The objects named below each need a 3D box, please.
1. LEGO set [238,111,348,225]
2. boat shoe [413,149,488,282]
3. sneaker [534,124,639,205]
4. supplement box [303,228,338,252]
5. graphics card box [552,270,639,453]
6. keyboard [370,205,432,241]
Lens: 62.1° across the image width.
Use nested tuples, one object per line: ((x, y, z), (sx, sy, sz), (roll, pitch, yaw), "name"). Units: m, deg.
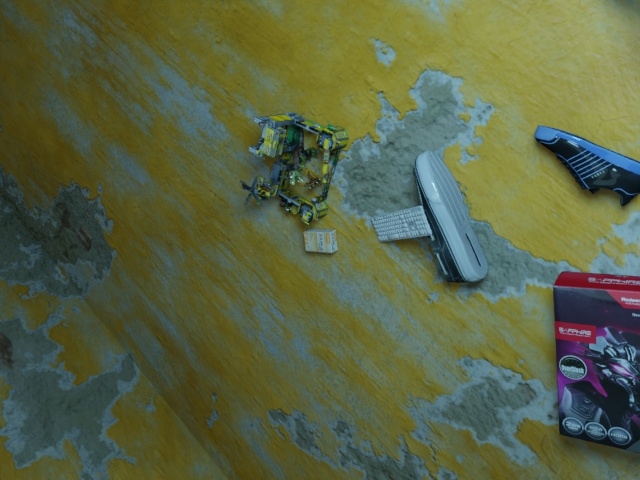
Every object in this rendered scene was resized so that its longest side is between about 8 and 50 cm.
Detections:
((-0.088, -0.196, 1.457), (0.255, 0.192, 0.331), (38, 125, 21), "LEGO set")
((0.282, -0.045, 1.273), (0.119, 0.121, 0.335), (-20, 92, 41), "boat shoe")
((0.531, -0.154, 1.072), (0.232, 0.081, 0.090), (32, 115, 23), "sneaker")
((0.000, 0.000, 1.558), (0.098, 0.036, 0.062), (3, 107, 36), "supplement box")
((0.630, 0.259, 1.130), (0.233, 0.094, 0.371), (2, 107, 36), "graphics card box")
((0.197, -0.038, 1.335), (0.256, 0.014, 0.072), (-10, 97, 69), "keyboard")
